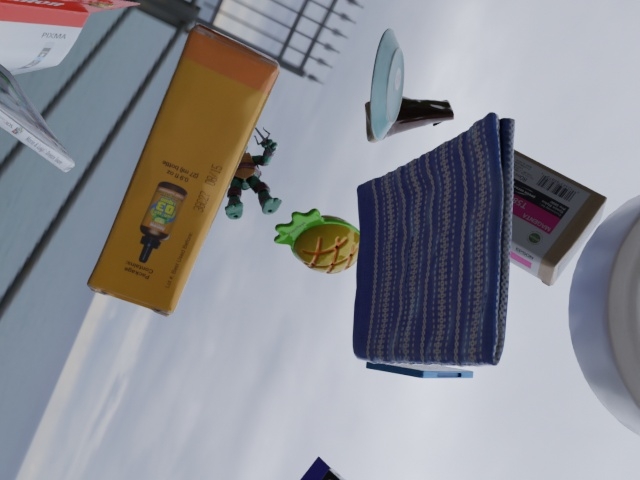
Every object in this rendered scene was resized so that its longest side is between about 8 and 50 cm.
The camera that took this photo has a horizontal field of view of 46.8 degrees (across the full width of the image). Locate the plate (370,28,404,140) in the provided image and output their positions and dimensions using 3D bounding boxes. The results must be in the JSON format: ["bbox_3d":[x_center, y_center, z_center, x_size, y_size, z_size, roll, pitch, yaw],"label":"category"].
[{"bbox_3d":[0.118,-0.262,1.254,0.188,0.024,0.188,8,90,-73],"label":"plate"}]

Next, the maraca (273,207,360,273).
[{"bbox_3d":[0.000,0.000,1.344,0.127,0.186,0.099,-39,-137,25],"label":"maraca"}]

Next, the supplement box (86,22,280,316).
[{"bbox_3d":[-0.116,-0.058,0.623,0.233,0.078,0.080,-64,-163,11],"label":"supplement box"}]

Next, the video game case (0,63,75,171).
[{"bbox_3d":[-0.326,-0.151,0.746,0.019,0.157,0.143,-39,159,-2],"label":"video game case"}]

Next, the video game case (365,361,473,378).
[{"bbox_3d":[0.177,0.228,1.303,0.119,0.166,0.015,2,-97,42],"label":"video game case"}]

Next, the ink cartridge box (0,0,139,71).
[{"bbox_3d":[-0.534,-0.336,1.214,0.385,0.308,0.091,2,-80,34],"label":"ink cartridge box"}]

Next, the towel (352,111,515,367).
[{"bbox_3d":[0.107,0.016,0.826,0.336,0.040,0.243,156,-60,-70],"label":"towel"}]

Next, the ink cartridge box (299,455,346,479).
[{"bbox_3d":[-0.005,0.583,1.519,0.208,0.045,0.206,33,-99,36],"label":"ink cartridge box"}]

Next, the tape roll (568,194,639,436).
[{"bbox_3d":[0.392,0.074,0.707,0.100,0.286,0.286,114,-2,-83],"label":"tape roll"}]

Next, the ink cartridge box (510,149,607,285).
[{"bbox_3d":[0.413,-0.053,1.475,0.193,0.235,0.088,-49,154,-18],"label":"ink cartridge box"}]

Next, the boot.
[{"bbox_3d":[0.209,-0.293,1.732,0.248,0.207,0.090,-79,165,-67],"label":"boot"}]

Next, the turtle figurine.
[{"bbox_3d":[-0.165,-0.157,1.564,0.118,0.175,0.234,66,5,-60],"label":"turtle figurine"}]
